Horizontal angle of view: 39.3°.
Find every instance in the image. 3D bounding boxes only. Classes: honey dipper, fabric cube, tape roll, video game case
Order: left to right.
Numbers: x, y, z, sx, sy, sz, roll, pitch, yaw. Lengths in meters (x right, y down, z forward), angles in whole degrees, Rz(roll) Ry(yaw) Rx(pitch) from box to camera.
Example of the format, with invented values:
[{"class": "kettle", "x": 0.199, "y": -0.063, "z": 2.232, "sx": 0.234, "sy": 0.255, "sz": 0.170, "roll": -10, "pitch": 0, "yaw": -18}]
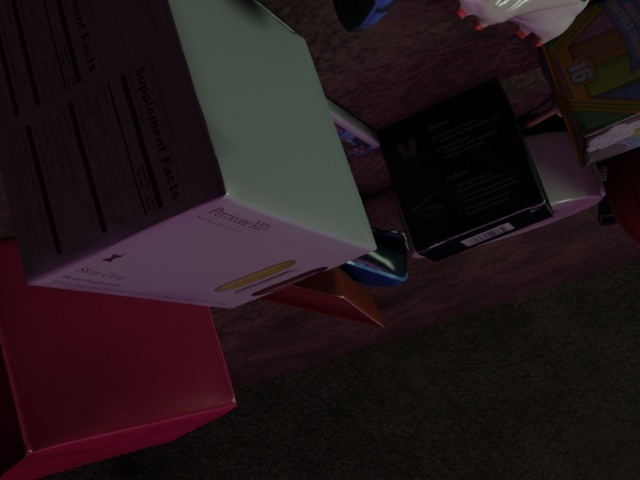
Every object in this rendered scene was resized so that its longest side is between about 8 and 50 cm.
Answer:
[{"class": "fabric cube", "x": -0.301, "y": 0.146, "z": 1.128, "sx": 0.258, "sy": 0.254, "sz": 0.259, "roll": -10, "pitch": 163, "yaw": -35}, {"class": "video game case", "x": -0.050, "y": -0.098, "z": 0.988, "sx": 0.183, "sy": 0.023, "sz": 0.201, "roll": -23, "pitch": 164, "yaw": 19}, {"class": "tape roll", "x": 0.254, "y": -0.062, "z": 1.290, "sx": 0.286, "sy": 0.100, "sz": 0.286, "roll": -16, "pitch": 171, "yaw": -3}, {"class": "honey dipper", "x": 0.276, "y": -0.154, "z": 1.168, "sx": 0.030, "sy": 0.030, "sz": 0.161, "roll": -5, "pitch": 164, "yaw": -41}]

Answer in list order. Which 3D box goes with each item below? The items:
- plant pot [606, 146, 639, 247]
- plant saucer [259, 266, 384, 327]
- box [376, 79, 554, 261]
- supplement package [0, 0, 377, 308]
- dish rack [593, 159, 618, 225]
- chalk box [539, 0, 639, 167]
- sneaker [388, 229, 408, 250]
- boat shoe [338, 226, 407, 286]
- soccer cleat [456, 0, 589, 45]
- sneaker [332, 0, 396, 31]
[{"class": "plant pot", "x": 0.526, "y": -0.126, "z": 1.160, "sx": 0.272, "sy": 0.272, "sz": 0.265, "roll": -19, "pitch": 158, "yaw": 4}, {"class": "plant saucer", "x": -0.051, "y": 0.057, "z": 1.274, "sx": 0.258, "sy": 0.047, "sz": 0.259, "roll": 12, "pitch": 169, "yaw": 19}, {"class": "box", "x": 0.170, "y": -0.078, "z": 1.055, "sx": 0.156, "sy": 0.158, "sz": 0.093, "roll": -22, "pitch": 165, "yaw": 18}, {"class": "supplement package", "x": -0.093, "y": -0.073, "z": 0.651, "sx": 0.145, "sy": 0.204, "sz": 0.262, "roll": -23, "pitch": 165, "yaw": 19}, {"class": "dish rack", "x": 0.510, "y": -0.102, "z": 1.428, "sx": 0.208, "sy": 0.074, "sz": 0.271, "roll": -17, "pitch": -172, "yaw": 4}, {"class": "chalk box", "x": 0.350, "y": -0.186, "z": 0.930, "sx": 0.213, "sy": 0.132, "sz": 0.132, "roll": -22, "pitch": 165, "yaw": 10}, {"class": "sneaker", "x": 0.130, "y": 0.004, "z": 1.574, "sx": 0.032, "sy": 0.037, "sz": 0.083, "roll": -26, "pitch": 163, "yaw": 35}, {"class": "boat shoe", "x": 0.010, "y": -0.007, "z": 1.255, "sx": 0.258, "sy": 0.089, "sz": 0.109, "roll": 23, "pitch": 157, "yaw": -36}, {"class": "soccer cleat", "x": 0.162, "y": -0.213, "z": 0.742, "sx": 0.196, "sy": 0.068, "sz": 0.076, "roll": -2, "pitch": 144, "yaw": -51}, {"class": "sneaker", "x": 0.064, "y": -0.209, "z": 0.607, "sx": 0.082, "sy": 0.069, "sz": 0.209, "roll": -17, "pitch": 166, "yaw": -20}]
